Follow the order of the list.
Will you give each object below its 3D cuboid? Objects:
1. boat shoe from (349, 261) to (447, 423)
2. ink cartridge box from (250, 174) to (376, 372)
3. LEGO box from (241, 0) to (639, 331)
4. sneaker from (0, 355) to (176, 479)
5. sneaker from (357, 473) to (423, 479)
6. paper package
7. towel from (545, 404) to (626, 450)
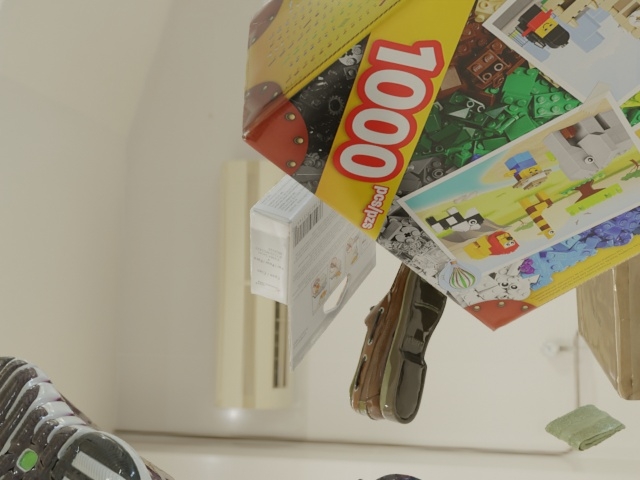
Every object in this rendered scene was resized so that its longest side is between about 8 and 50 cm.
[{"bbox_3d":[0.117,0.127,1.318,0.110,0.104,0.307,39,-118,-44],"label":"boat shoe"},{"bbox_3d":[0.000,0.000,1.223,0.296,0.066,0.261,-48,-32,-47],"label":"ink cartridge box"},{"bbox_3d":[0.234,-0.180,0.736,0.372,0.500,0.193,35,-145,-31],"label":"LEGO box"},{"bbox_3d":[-0.175,0.189,0.635,0.106,0.281,0.162,-55,-51,-15],"label":"sneaker"},{"bbox_3d":[0.046,0.279,0.685,0.321,0.124,0.180,65,-149,-70],"label":"sneaker"},{"bbox_3d":[0.591,0.090,1.570,0.325,0.168,0.310,-73,-23,-75],"label":"paper package"},{"bbox_3d":[0.563,0.396,1.802,0.110,0.148,0.027,26,126,53],"label":"towel"}]
